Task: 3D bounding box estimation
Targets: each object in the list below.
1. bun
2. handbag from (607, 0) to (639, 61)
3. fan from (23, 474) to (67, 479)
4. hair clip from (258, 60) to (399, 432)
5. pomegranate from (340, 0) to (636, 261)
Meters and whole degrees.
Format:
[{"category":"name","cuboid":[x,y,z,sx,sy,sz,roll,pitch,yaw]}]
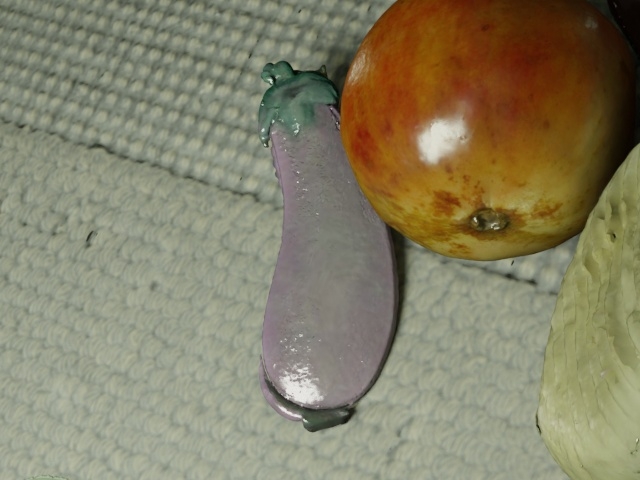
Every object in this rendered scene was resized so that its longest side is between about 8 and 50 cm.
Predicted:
[{"category":"bun","cuboid":[0.311,0.049,1.046,0.235,0.326,0.362,24,100,-4]},{"category":"handbag","cuboid":[0.391,-0.210,1.266,0.260,0.084,0.275,-29,57,10]},{"category":"fan","cuboid":[-0.231,0.341,1.342,0.329,0.009,0.190,32,82,34]},{"category":"hair clip","cuboid":[0.002,0.000,1.364,0.095,0.110,0.358,-43,47,53]},{"category":"pomegranate","cuboid":[0.150,-0.121,1.257,0.252,0.229,0.270,-9,54,30]}]
